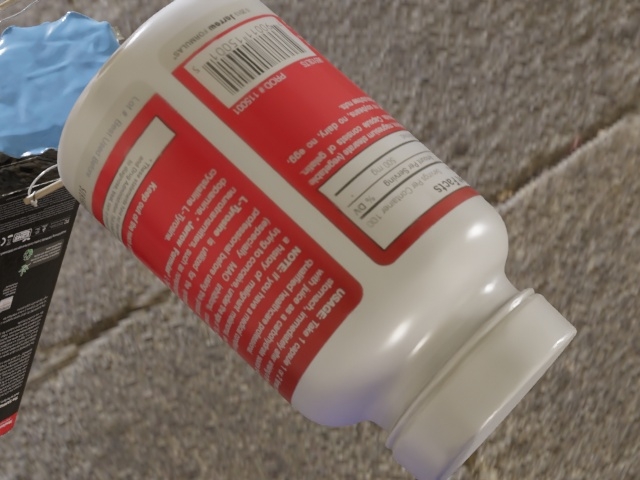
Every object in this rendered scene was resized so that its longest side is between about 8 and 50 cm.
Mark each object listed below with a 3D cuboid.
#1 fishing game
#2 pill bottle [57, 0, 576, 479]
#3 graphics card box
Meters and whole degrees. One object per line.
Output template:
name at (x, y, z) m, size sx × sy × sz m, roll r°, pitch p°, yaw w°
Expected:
fishing game at (-0.286, -0.163, 1.589) m, size 0.189 × 0.041 × 0.264 m, roll -32°, pitch 60°, yaw -7°
pill bottle at (0.000, 0.000, 1.220) m, size 0.408 × 0.229 × 0.229 m, roll 43°, pitch 71°, yaw 12°
graphics card box at (-0.396, 0.079, 1.607) m, size 0.094 × 0.371 × 0.233 m, roll 34°, pitch 31°, yaw 22°
